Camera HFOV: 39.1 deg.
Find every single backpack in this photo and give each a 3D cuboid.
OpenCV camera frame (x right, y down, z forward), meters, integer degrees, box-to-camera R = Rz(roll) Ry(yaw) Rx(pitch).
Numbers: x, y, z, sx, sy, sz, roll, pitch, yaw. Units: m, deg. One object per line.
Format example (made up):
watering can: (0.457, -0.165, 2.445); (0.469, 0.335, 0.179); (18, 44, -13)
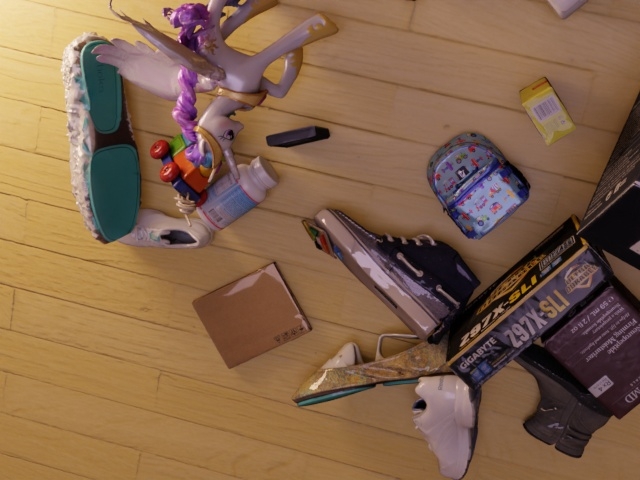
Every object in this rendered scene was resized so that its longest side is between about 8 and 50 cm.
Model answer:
backpack: (0.284, -0.108, 1.674); (0.158, 0.117, 0.173); (-38, 92, 15)

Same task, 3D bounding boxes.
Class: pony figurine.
pony figurine: (-0.200, -0.329, 1.614); (0.351, 0.303, 0.363); (38, 78, -9)

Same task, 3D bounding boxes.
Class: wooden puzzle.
wooden puzzle: (0.000, 0.000, 1.757); (0.014, 0.116, 0.078); (-35, 115, -16)

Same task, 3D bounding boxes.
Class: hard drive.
hard drive: (-0.040, -0.194, 1.697); (0.094, 0.135, 0.022); (-12, 92, 12)

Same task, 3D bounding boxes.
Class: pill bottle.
pill bottle: (-0.163, -0.094, 1.767); (0.160, 0.087, 0.087); (-34, 96, 15)

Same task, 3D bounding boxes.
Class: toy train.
toy train: (-0.219, -0.135, 1.700); (0.143, 0.248, 0.105); (-40, 131, 7)

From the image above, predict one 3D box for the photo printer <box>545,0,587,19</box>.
photo printer: (0.457, -0.574, 1.536); (0.307, 0.107, 0.256); (-39, 94, 16)

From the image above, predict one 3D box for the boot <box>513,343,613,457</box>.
boot: (0.444, 0.319, 1.771); (0.246, 0.083, 0.161); (34, 114, 4)

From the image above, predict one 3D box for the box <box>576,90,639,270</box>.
box: (0.648, -0.127, 1.457); (0.293, 0.212, 0.395); (29, 66, 2)

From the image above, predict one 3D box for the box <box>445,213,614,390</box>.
box: (0.371, 0.107, 1.637); (0.079, 0.257, 0.322); (45, 107, -4)

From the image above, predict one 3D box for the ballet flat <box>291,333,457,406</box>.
ballet flat: (0.106, 0.249, 1.801); (0.349, 0.123, 0.123); (-13, 101, 13)

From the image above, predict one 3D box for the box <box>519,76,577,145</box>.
box: (0.392, -0.229, 1.565); (0.058, 0.232, 0.087); (-32, 95, 18)

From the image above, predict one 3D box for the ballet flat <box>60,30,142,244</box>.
ballet flat: (-0.440, -0.200, 1.779); (0.147, 0.147, 0.408); (-1, 98, 10)

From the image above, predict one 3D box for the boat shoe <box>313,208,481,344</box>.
boat shoe: (0.152, 0.031, 1.743); (0.158, 0.127, 0.340); (-43, 83, -11)

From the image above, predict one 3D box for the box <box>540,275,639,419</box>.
box: (0.534, 0.181, 1.673); (0.203, 0.167, 0.168); (44, 106, -3)

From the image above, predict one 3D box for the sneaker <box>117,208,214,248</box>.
sneaker: (-0.327, -0.016, 1.810); (0.212, 0.094, 0.080); (2, 105, 9)

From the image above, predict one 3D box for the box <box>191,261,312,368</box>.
box: (-0.142, 0.155, 1.858); (0.201, 0.021, 0.164); (-26, 98, 15)

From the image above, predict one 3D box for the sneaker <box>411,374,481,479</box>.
sneaker: (0.245, 0.358, 1.768); (0.129, 0.111, 0.297); (8, 130, 14)
